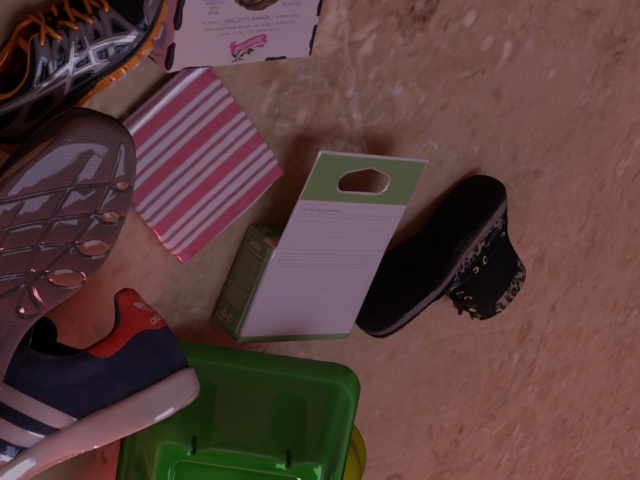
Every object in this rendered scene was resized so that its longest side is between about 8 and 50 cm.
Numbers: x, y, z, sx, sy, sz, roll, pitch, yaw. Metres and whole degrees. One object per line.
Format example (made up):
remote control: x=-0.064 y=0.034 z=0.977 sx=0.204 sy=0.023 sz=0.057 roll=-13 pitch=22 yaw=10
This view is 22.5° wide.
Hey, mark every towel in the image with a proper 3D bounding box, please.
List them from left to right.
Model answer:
towel: x=-0.128 y=-0.077 z=1.565 sx=0.144 sy=0.029 sz=0.197 roll=-43 pitch=139 yaw=-7

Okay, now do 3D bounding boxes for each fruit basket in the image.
fruit basket: x=-0.085 y=0.279 z=1.762 sx=0.283 sy=0.392 sz=0.392 roll=9 pitch=122 yaw=-4

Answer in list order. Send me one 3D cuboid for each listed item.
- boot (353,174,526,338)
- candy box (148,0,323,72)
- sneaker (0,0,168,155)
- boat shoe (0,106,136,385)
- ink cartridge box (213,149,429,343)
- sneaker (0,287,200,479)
boot: x=0.149 y=0.057 z=1.882 sx=0.236 sy=0.085 sz=0.178 roll=-47 pitch=144 yaw=-14
candy box: x=-0.071 y=-0.256 z=1.432 sx=0.165 sy=0.070 sz=0.196 roll=-11 pitch=128 yaw=-38
sneaker: x=-0.214 y=-0.167 z=1.365 sx=0.215 sy=0.084 sz=0.083 roll=-48 pitch=137 yaw=0
boat shoe: x=-0.293 y=0.014 z=1.388 sx=0.132 sy=0.130 sz=0.355 roll=24 pitch=113 yaw=-42
ink cartridge box: x=0.000 y=0.000 z=1.725 sx=0.171 sy=0.056 sz=0.235 roll=2 pitch=118 yaw=-44
sneaker: x=-0.296 y=0.157 z=1.541 sx=0.350 sy=0.148 sz=0.131 roll=-25 pitch=178 yaw=1
